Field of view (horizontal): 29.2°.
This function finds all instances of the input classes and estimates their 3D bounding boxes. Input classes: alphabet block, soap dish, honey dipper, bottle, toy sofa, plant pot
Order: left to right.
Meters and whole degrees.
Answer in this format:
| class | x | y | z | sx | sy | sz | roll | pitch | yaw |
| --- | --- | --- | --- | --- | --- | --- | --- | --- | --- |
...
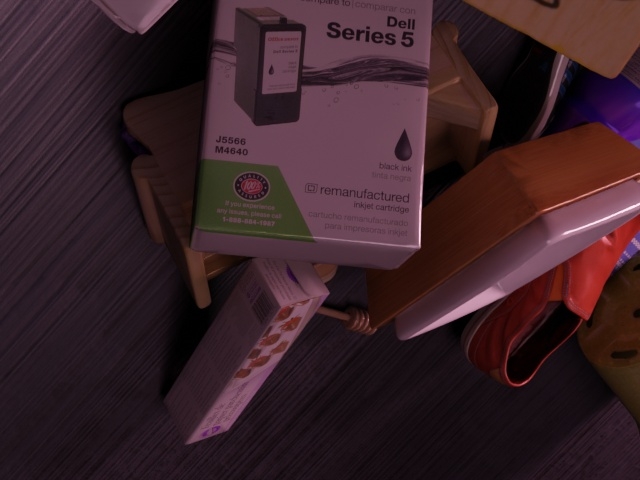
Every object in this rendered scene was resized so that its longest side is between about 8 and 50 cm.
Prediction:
| class | x | y | z | sx | sy | sz | roll | pitch | yaw |
| --- | --- | --- | --- | --- | --- | --- | --- | --- | --- |
| toy sofa | -0.014 | -0.099 | 1.268 | 0.363 | 0.177 | 0.150 | -26 | 157 | -12 |
| honey dipper | 0.001 | 0.082 | 1.472 | 0.161 | 0.030 | 0.030 | 19 | 112 | -34 |
| soap dish | 0.200 | -0.013 | 1.355 | 0.229 | 0.118 | 0.291 | -19 | 165 | -41 |
| alphabet block | 0.249 | -0.304 | 1.161 | 0.192 | 0.193 | 0.197 | 27 | 121 | -4 |
| bottle | 0.364 | -0.181 | 1.427 | 0.283 | 0.118 | 0.092 | -45 | 133 | 5 |
| plant pot | 0.494 | 0.157 | 1.683 | 0.276 | 0.276 | 0.254 | -47 | 121 | 8 |

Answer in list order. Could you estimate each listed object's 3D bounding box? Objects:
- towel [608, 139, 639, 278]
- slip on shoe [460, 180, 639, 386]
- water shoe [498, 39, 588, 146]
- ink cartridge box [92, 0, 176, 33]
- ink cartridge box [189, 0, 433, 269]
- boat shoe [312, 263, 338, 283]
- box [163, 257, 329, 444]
| class | x | y | z | sx | sy | sz | roll | pitch | yaw |
| --- | --- | --- | --- | --- | --- | --- | --- | --- | --- |
| towel | 0.379 | -0.066 | 1.585 | 0.336 | 0.040 | 0.243 | -45 | 135 | 9 |
| slip on shoe | 0.315 | 0.053 | 1.547 | 0.123 | 0.101 | 0.331 | 30 | 106 | -42 |
| water shoe | 0.274 | -0.193 | 1.397 | 0.080 | 0.073 | 0.203 | 2 | 122 | -34 |
| ink cartridge box | -0.094 | -0.390 | 0.885 | 0.395 | 0.166 | 0.285 | -43 | 104 | 9 |
| ink cartridge box | -0.008 | -0.123 | 1.118 | 0.198 | 0.115 | 0.272 | 5 | 78 | -7 |
| boat shoe | 0.000 | 0.000 | 1.353 | 0.170 | 0.063 | 0.059 | -41 | 139 | -57 |
| box | -0.088 | 0.120 | 1.330 | 0.063 | 0.067 | 0.324 | -15 | 154 | -34 |
